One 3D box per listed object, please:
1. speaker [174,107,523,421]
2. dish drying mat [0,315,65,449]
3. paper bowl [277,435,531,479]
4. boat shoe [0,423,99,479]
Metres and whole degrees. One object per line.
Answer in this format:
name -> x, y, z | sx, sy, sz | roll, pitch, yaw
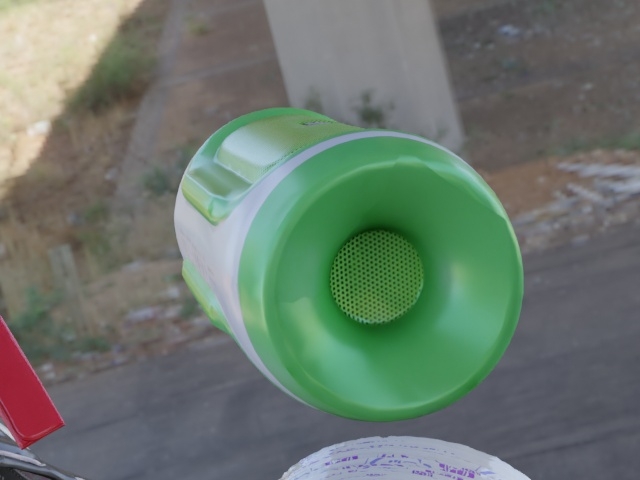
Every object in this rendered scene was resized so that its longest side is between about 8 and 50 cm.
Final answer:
speaker -> 0.000, 0.000, 0.701 | 0.131, 0.131, 0.296 | -15, 10, -9
dish drying mat -> -0.196, 0.089, 0.894 | 0.032, 0.083, 0.008 | -30, -12, -15
paper bowl -> 0.079, 0.280, 1.191 | 0.284, 0.284, 0.148 | -12, 31, 22
boat shoe -> -0.262, 0.288, 1.446 | 0.112, 0.335, 0.095 | -52, 24, 7
